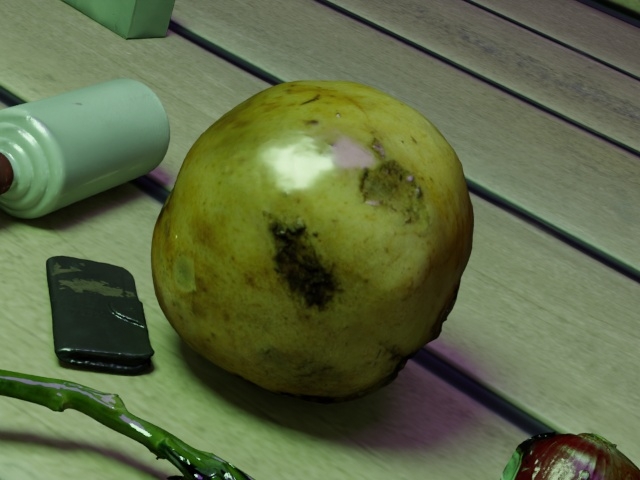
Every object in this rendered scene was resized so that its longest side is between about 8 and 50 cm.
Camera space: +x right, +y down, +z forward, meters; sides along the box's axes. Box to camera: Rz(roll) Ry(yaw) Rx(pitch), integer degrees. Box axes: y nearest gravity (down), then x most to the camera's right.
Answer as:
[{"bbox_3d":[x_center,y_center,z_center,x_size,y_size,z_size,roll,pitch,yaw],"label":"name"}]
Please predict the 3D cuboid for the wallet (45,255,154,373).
[{"bbox_3d":[-0.183,0.059,1.050,0.082,0.018,0.157,10,25,-18],"label":"wallet"}]

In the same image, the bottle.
[{"bbox_3d":[-0.247,-0.085,1.208,0.104,0.104,0.245,26,25,19],"label":"bottle"}]

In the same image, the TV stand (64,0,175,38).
[{"bbox_3d":[-0.322,-0.376,1.796,0.269,0.088,0.082,33,28,29],"label":"TV stand"}]

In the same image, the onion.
[{"bbox_3d":[0.184,0.193,0.905,0.118,0.119,0.117,29,12,23],"label":"onion"}]

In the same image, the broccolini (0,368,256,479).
[{"bbox_3d":[-0.119,0.158,0.831,0.271,0.062,0.123,26,10,4],"label":"broccolini"}]

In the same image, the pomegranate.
[{"bbox_3d":[0.000,0.000,1.013,0.260,0.261,0.260,15,24,-7],"label":"pomegranate"}]
